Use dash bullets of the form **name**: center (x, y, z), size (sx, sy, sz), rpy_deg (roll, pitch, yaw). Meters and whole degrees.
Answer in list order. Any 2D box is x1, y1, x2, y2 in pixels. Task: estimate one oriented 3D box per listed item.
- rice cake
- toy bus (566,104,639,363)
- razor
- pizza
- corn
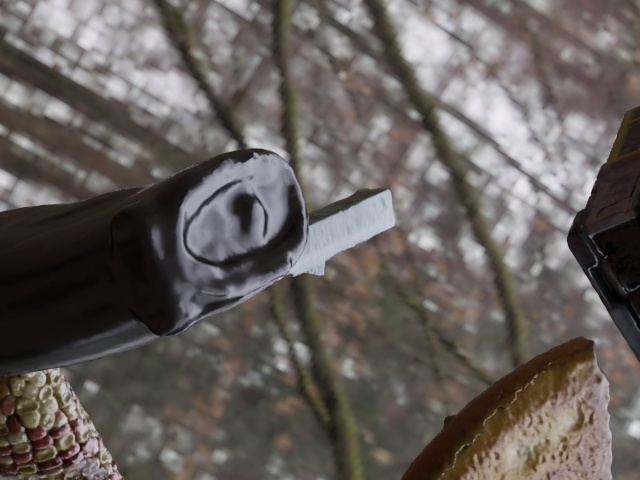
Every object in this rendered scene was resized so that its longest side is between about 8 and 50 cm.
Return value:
- **rice cake**: center (0.000, 0.000, 1.359), size (0.030, 0.180, 0.042), rpy_deg (-2, -76, 34)
- **toy bus**: center (0.412, -0.048, 1.218), size (0.440, 0.209, 0.249), rpy_deg (-24, -162, 31)
- **razor**: center (-0.075, 0.010, 0.640), size (0.148, 0.054, 0.090), rpy_deg (-12, -166, 38)
- **pizza**: center (0.100, 0.141, 0.876), size (0.036, 0.176, 0.185), rpy_deg (19, -104, 55)
- **corn**: center (-0.205, 0.202, 1.525), size (0.098, 0.290, 0.098), rpy_deg (-17, -152, 9)
